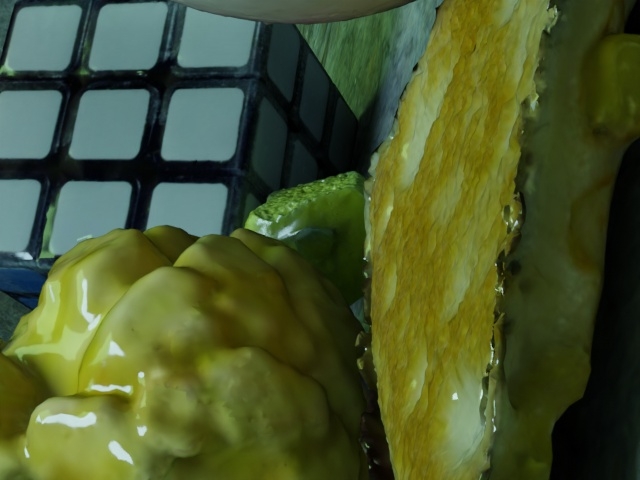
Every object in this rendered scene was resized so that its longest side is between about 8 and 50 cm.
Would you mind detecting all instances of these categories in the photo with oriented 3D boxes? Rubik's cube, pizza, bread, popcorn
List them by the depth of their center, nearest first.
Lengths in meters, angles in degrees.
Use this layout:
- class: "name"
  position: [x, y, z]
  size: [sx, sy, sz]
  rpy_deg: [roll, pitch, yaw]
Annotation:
- class: "pizza"
  position: [0.082, 0.005, 0.688]
  size: [0.392, 0.080, 0.434]
  rpy_deg: [139, 144, -77]
- class: "popcorn"
  position: [-0.104, 0.171, 0.932]
  size: [0.354, 0.344, 0.390]
  rpy_deg: [-38, -16, 3]
- class: "bread"
  position: [0.000, 0.000, 1.128]
  size: [0.114, 0.129, 0.111]
  rpy_deg: [-78, -23, -70]
- class: "Rubik's cube"
  position: [-0.155, -0.060, 1.329]
  size: [0.305, 0.301, 0.303]
  rpy_deg: [48, -133, -65]

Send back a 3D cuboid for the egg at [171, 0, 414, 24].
- class: "egg"
  position: [0.009, -0.295, 0.787]
  size: [0.340, 0.355, 0.354]
  rpy_deg: [16, -95, -57]
